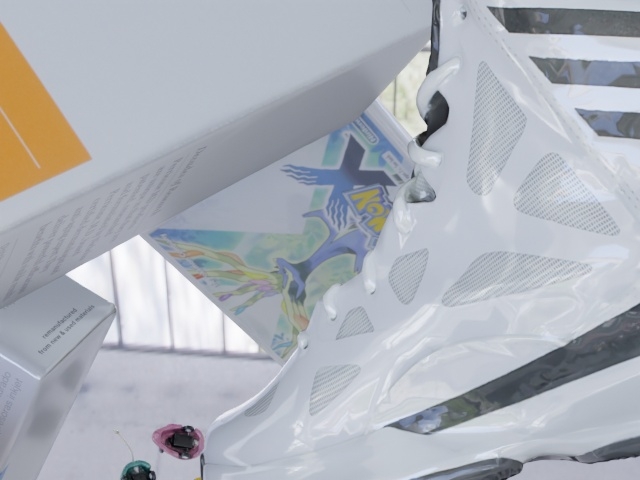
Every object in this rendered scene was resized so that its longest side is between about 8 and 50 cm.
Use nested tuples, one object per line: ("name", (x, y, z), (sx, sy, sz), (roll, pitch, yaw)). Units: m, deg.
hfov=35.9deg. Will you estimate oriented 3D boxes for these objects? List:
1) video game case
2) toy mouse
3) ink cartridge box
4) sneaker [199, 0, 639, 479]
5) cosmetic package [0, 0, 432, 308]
("video game case", (0.000, 0.000, 1.041), (0.300, 0.329, 0.036), (-31, 28, 27))
("toy mouse", (-0.179, 0.259, 1.117), (0.143, 0.031, 0.161), (34, 53, -9))
("ink cartridge box", (-0.359, 0.081, 0.809), (0.307, 0.223, 0.129), (31, 27, 3))
("sneaker", (0.080, 0.005, 0.563), (0.447, 0.257, 0.169), (-25, -14, 37))
("cosmetic package", (-0.153, -0.125, 0.641), (0.453, 0.230, 0.161), (-33, -5, -37))
